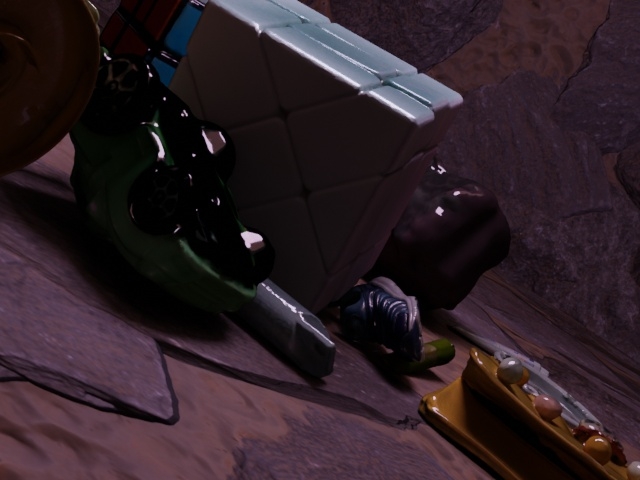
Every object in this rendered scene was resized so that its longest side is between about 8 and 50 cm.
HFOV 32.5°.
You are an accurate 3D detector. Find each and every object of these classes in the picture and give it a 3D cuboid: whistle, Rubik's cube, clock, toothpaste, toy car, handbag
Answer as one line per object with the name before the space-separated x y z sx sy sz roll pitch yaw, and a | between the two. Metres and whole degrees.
whistle | -0.100 0.054 1.328 0.312 0.062 0.062 37 10 23
Rubik's cube | -0.033 -0.127 1.518 0.322 0.319 0.316 31 20 8
clock | 0.374 0.273 1.824 0.236 0.053 0.236 34 11 -7
toothpaste | 0.341 0.210 2.109 0.218 0.033 0.052 30 6 -5
Rubik's cube | -0.228 -0.277 1.903 0.288 0.283 0.293 29 14 -30
toy car | -0.198 -0.069 1.260 0.213 0.176 0.359 39 24 -58
handbag | 0.341 0.289 1.450 0.401 0.133 0.283 37 5 19

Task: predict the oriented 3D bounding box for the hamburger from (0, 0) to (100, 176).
hamburger | -0.377 -0.218 1.137 0.274 0.274 0.212 22 17 -50

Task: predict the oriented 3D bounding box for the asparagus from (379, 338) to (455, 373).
asparagus | 0.138 0.173 1.596 0.045 0.041 0.178 -3 1 37

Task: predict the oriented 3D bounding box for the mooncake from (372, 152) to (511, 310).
mooncake | 0.166 -0.036 2.050 0.381 0.212 0.350 35 -12 44

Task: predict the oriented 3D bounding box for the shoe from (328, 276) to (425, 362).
shoe | 0.082 0.117 1.543 0.106 0.091 0.207 -13 19 -18
